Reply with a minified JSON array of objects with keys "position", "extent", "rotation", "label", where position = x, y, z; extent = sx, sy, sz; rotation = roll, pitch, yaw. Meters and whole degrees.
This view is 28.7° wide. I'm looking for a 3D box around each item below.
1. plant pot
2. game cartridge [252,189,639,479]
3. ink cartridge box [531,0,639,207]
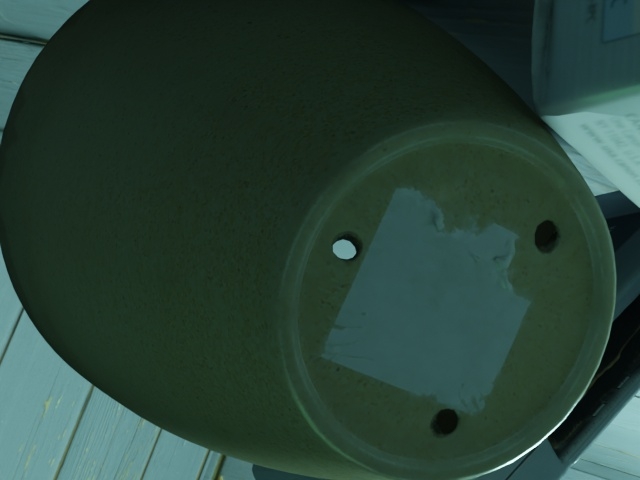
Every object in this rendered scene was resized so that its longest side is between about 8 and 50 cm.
[{"position":[0.000,0.000,0.546],"extent":[0.256,0.256,0.274],"rotation":[25,-178,-22],"label":"plant pot"},{"position":[0.107,0.060,0.713],"extent":[0.198,0.297,0.062],"rotation":[-21,104,54],"label":"game cartridge"},{"position":[0.317,-0.049,0.442],"extent":[0.385,0.091,0.308],"rotation":[-11,150,37],"label":"ink cartridge box"}]
